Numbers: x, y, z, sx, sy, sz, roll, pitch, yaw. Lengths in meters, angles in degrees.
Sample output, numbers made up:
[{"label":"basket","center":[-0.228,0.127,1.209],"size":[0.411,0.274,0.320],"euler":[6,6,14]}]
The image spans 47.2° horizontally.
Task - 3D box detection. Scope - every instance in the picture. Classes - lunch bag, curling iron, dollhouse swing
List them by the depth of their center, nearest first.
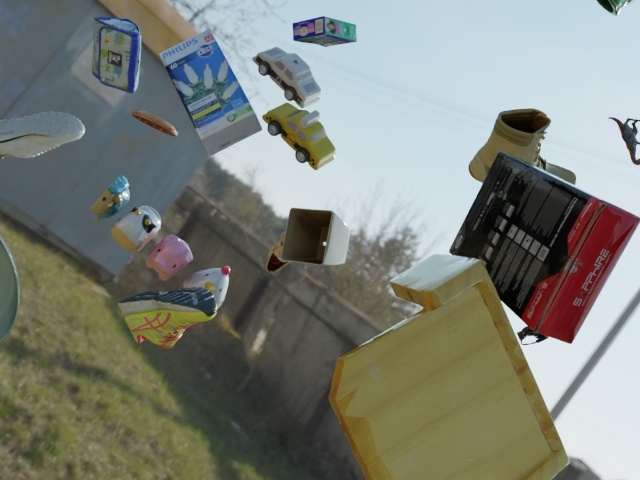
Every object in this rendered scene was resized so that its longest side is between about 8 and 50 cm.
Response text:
[{"label":"dollhouse swing","center":[0.167,0.246,1.167],"size":[0.347,0.305,0.315],"euler":[65,-8,-6]},{"label":"curling iron","center":[0.436,0.174,1.495],"size":[0.274,0.068,0.035],"euler":[49,24,-66]},{"label":"lunch bag","center":[-0.424,-0.393,1.545],"size":[0.096,0.129,0.151],"euler":[-10,33,-36]}]

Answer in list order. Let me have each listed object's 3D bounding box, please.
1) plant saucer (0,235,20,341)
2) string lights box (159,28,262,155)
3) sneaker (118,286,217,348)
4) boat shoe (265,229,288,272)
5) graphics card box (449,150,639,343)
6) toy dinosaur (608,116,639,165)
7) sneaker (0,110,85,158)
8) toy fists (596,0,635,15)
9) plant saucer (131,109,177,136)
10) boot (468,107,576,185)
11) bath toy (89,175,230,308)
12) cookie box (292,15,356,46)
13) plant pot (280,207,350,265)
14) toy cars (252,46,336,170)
[{"label":"plant saucer","center":[-0.449,0.042,0.943],"size":[0.195,0.195,0.037],"euler":[37,26,12]},{"label":"string lights box","center":[-0.246,-0.331,1.630],"size":[0.260,0.133,0.077],"euler":[61,-3,23]},{"label":"sneaker","center":[-0.243,0.131,1.206],"size":[0.208,0.094,0.081],"euler":[-6,8,40]},{"label":"boat shoe","center":[-0.088,0.030,1.807],"size":[0.063,0.059,0.170],"euler":[27,-39,-11]},{"label":"graphics card box","center":[0.374,-0.004,1.293],"size":[0.094,0.233,0.371],"euler":[20,13,-19]},{"label":"toy dinosaur","center":[0.569,-0.180,1.335],"size":[0.047,0.082,0.090],"euler":[0,12,-37]},{"label":"sneaker","center":[-0.714,-0.261,1.853],"size":[0.095,0.235,0.090],"euler":[91,-9,-47]},{"label":"toy fists","center":[0.539,-0.514,1.292],"size":[0.279,0.142,0.096],"euler":[24,25,-51]},{"label":"plant saucer","center":[-0.283,-0.202,1.254],"size":[0.083,0.013,0.083],"euler":[25,-3,1]},{"label":"boot","center":[0.498,-0.200,1.686],"size":[0.262,0.095,0.203],"euler":[13,-36,-3]},{"label":"bath toy","center":[-0.333,0.016,1.586],"size":[0.348,0.129,0.151],"euler":[44,28,-8]},{"label":"cookie box","center":[0.010,-0.441,1.550],"size":[0.091,0.040,0.107],"euler":[3,6,42]},{"label":"plant pot","center":[0.000,0.000,1.465],"size":[0.109,0.109,0.096],"euler":[6,-7,38]},{"label":"toy cars","center":[-0.055,-0.343,1.762],"size":[0.176,0.087,0.394],"euler":[10,49,-27]}]
